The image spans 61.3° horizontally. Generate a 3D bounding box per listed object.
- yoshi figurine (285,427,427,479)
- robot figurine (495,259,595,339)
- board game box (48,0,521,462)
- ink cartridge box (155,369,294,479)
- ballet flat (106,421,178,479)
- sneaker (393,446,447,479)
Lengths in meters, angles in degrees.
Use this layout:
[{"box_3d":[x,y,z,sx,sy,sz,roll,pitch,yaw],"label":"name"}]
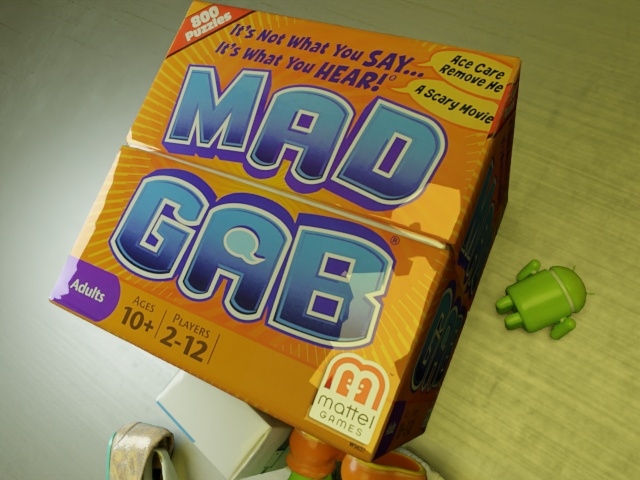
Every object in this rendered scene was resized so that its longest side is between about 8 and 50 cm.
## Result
[{"box_3d":[0.016,0.411,0.632,0.202,0.203,0.363,17,86,6],"label":"yoshi figurine"},{"box_3d":[0.287,0.076,0.696,0.115,0.067,0.101,-27,60,9],"label":"robot figurine"},{"box_3d":[0.000,0.000,0.653,0.356,0.356,0.357,19,81,21],"label":"board game box"},{"box_3d":[-0.103,0.229,0.709,0.139,0.191,0.082,37,86,23],"label":"ink cartridge box"},{"box_3d":[-0.246,0.417,0.751,0.106,0.107,0.316,-7,74,8],"label":"ballet flat"},{"box_3d":[0.132,0.379,0.642,0.153,0.094,0.235,-43,77,-7],"label":"sneaker"}]
